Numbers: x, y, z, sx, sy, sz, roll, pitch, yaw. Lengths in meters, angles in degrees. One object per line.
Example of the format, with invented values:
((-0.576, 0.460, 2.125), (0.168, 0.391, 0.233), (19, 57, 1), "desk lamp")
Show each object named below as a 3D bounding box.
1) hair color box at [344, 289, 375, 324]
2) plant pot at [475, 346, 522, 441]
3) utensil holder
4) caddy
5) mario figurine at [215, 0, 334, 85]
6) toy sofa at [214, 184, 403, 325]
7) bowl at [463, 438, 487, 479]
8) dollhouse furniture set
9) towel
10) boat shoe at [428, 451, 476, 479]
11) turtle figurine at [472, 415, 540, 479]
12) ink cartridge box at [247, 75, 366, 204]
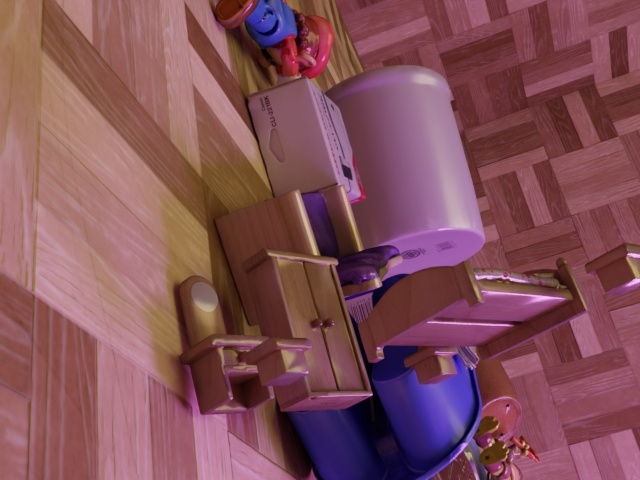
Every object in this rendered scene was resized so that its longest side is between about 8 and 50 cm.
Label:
((0.129, 0.173, 1.511), (0.339, 0.185, 0.110), (40, 34, -68), "hair color box")
((0.308, 0.323, 1.794), (0.237, 0.237, 0.254), (65, -10, -29), "plant pot")
((0.171, -0.139, 1.877), (0.327, 0.327, 0.386), (45, 32, -66), "utensil holder")
((0.086, 0.199, 1.135), (0.179, 0.241, 0.341), (63, 14, -20), "caddy")
((-0.104, -0.372, 1.527), (0.320, 0.170, 0.198), (29, 80, -59), "mario figurine")
((0.000, 0.000, 1.194), (0.362, 0.177, 0.150), (-23, 95, -78), "toy sofa")
((0.227, 0.450, 1.602), (0.311, 0.163, 0.312), (-18, 90, -78), "bowl")
((0.077, 0.026, 0.827), (0.303, 0.355, 0.174), (8, 57, -45), "dollhouse furniture set")
((0.178, 0.098, 1.121), (0.113, 0.023, 0.152), (60, 15, -7), "towel")
((0.164, 0.369, 1.438), (0.302, 0.098, 0.109), (52, 37, -11), "boat shoe")
((0.352, 0.433, 1.589), (0.217, 0.087, 0.270), (57, 26, -29), "turtle figurine")
((-0.018, -0.160, 1.510), (0.273, 0.114, 0.197), (8, 65, -76), "ink cartridge box")
